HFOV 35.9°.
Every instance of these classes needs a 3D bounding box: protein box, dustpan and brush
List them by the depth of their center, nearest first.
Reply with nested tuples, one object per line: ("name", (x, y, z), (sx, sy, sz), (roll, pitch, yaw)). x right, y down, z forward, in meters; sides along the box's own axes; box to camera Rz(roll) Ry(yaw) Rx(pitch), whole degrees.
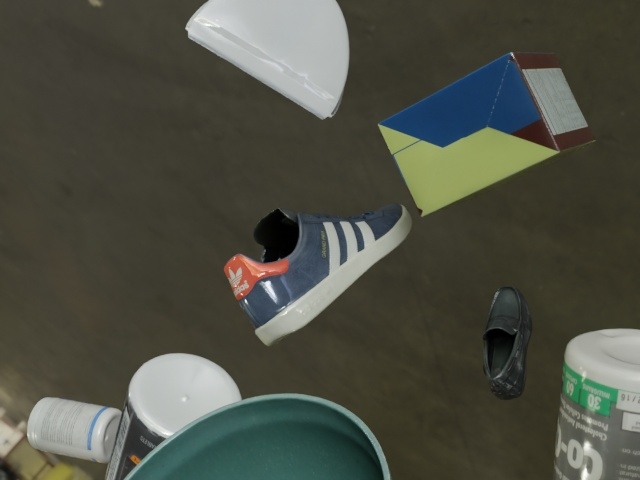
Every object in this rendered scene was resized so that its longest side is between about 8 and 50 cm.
("dustpan and brush", (-0.020, -0.209, 0.893), (0.147, 0.211, 0.060), (31, 153, -7))
("protein box", (0.221, -0.142, 1.291), (0.200, 0.201, 0.135), (-26, 86, 29))

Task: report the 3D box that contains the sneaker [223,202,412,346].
("sneaker", (0.000, 0.000, 1.388), (0.148, 0.350, 0.131), (52, 132, 0))

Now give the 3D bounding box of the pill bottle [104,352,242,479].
("pill bottle", (-0.182, 0.258, 1.166), (0.130, 0.130, 0.245), (32, 130, 13))

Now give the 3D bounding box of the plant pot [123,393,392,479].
("plant pot", (-0.042, 0.314, 0.891), (0.293, 0.293, 0.196), (12, 140, 42))

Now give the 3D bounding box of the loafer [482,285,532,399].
("loafer", (0.316, 0.164, 1.686), (0.076, 0.223, 0.078), (-16, 135, 30))

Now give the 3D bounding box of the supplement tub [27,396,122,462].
("supplement tub", (-0.309, 0.241, 1.258), (0.107, 0.071, 0.071), (7, 143, 18))

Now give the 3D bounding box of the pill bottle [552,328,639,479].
("pill bottle", (0.419, 0.318, 1.335), (0.204, 0.204, 0.360), (13, 107, 41))
